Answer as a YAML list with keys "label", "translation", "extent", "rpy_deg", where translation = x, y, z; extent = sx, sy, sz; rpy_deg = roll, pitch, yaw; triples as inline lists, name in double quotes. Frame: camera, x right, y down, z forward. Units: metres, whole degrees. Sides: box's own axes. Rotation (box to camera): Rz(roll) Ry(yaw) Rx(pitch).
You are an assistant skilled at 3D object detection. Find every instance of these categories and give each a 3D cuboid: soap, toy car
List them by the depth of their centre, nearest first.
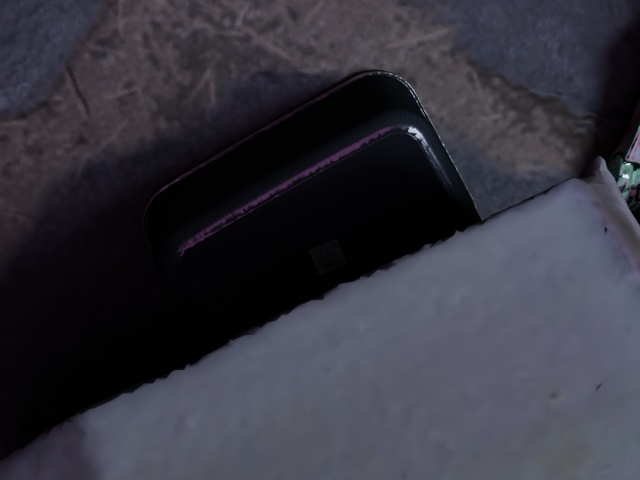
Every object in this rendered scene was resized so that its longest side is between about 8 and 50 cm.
- label: "soap"
  translation: [0.014, 0.172, 1.029]
  extent: [0.435, 0.350, 0.213]
  rpy_deg: [-26, 73, -2]
- label: "toy car"
  translation: [0.234, -0.078, 1.145]
  extent: [0.069, 0.055, 0.142]
  rpy_deg: [13, 121, -12]

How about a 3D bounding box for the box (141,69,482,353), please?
- label: "box"
  translation: [0.000, 0.000, 1.120]
  extent: [0.201, 0.090, 0.144]
  rpy_deg: [-29, 112, 2]
